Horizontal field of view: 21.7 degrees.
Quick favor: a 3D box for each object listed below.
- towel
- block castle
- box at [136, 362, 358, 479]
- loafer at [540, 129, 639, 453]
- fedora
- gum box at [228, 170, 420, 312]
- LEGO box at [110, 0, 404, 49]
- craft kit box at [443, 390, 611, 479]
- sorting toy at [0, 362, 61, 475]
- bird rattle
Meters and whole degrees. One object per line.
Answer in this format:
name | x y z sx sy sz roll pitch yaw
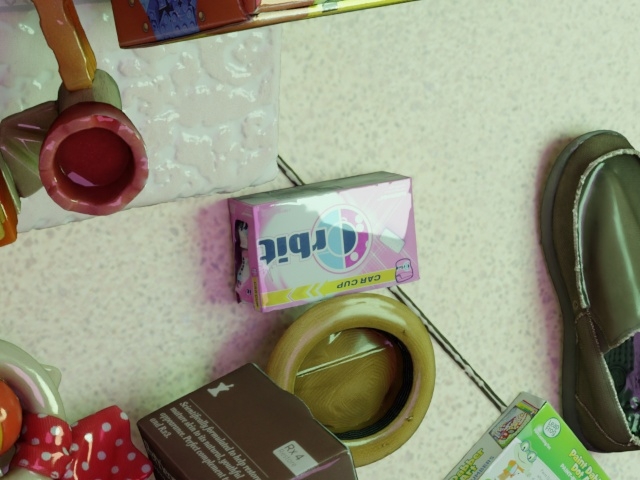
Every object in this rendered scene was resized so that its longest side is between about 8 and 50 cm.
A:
towel | -0.178 -0.167 1.492 0.331 0.053 0.317 -12 120 -29
block castle | -0.383 -0.099 1.271 0.453 0.213 0.303 -19 118 0
box | -0.033 0.329 1.580 0.143 0.191 0.381 -25 121 -21
loafer | 0.333 0.061 1.798 0.133 0.130 0.366 -15 105 -24
fedora | 0.020 0.136 1.681 0.194 0.079 0.194 -5 100 -26
gum box | 0.000 0.000 1.657 0.188 0.062 0.107 -11 103 -25
LEGO box | 0.051 -0.387 1.424 0.500 0.193 0.373 -15 98 -37
craft kit box | 0.222 0.337 1.833 0.246 0.061 0.250 -45 115 -11
sorting toy | -0.355 0.186 1.528 0.208 0.038 0.193 17 91 -33
bird rattle | -0.284 0.183 1.479 0.253 0.143 0.207 -23 95 -29
